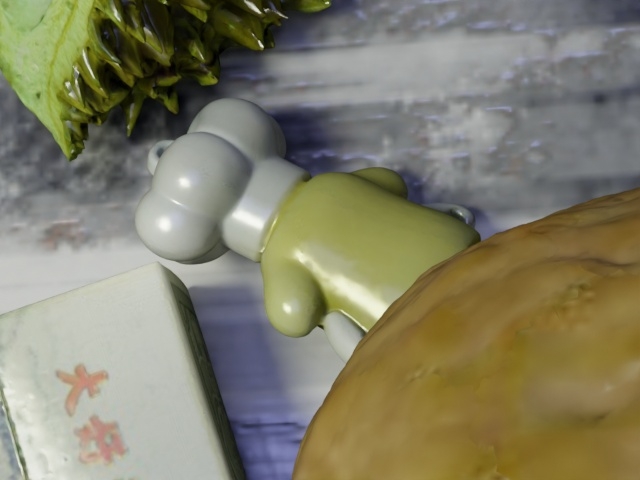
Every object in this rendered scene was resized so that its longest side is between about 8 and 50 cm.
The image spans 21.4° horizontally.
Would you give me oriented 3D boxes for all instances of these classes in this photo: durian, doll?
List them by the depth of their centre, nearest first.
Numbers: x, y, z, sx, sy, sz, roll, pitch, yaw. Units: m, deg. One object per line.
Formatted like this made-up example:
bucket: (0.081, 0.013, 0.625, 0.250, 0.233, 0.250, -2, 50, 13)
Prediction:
doll: (0.000, 0.000, 0.692, 0.162, 0.062, 0.106, 30, 44, 9)
durian: (-0.070, -0.234, 0.751, 0.198, 0.163, 0.394, -25, 68, 40)

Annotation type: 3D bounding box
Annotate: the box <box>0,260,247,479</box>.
box: (-0.154, 0.129, 0.680, 0.256, 0.069, 0.164, -19, 77, 2)

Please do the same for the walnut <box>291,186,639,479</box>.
walnut: (0.137, 0.129, 0.544, 0.343, 0.306, 0.306, -4, 78, 10)
